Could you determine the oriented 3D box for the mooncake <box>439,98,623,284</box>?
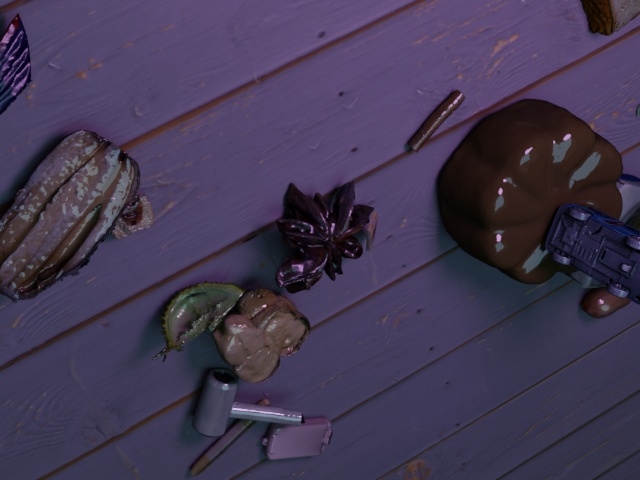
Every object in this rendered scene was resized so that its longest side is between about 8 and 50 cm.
[{"bbox_3d":[0.446,-0.095,1.751,0.378,0.201,0.378,-13,121,-21],"label":"mooncake"}]

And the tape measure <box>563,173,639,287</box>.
[{"bbox_3d":[0.694,-0.019,1.959,0.262,0.138,0.259,5,115,-29],"label":"tape measure"}]

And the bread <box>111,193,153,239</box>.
[{"bbox_3d":[-0.339,-0.043,1.488,0.083,0.035,0.070,-20,125,-19],"label":"bread"}]

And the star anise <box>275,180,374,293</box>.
[{"bbox_3d":[0.001,-0.004,1.627,0.282,0.129,0.212,-37,131,-26],"label":"star anise"}]

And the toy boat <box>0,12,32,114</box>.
[{"bbox_3d":[-0.552,-0.306,1.228,0.219,0.072,0.318,-25,116,-9],"label":"toy boat"}]

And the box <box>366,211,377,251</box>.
[{"bbox_3d":[0.102,-0.017,1.681,0.083,0.012,0.046,87,20,-62],"label":"box"}]

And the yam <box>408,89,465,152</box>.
[{"bbox_3d":[0.229,-0.237,1.667,0.145,0.032,0.032,-49,127,4],"label":"yam"}]

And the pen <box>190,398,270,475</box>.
[{"bbox_3d":[-0.195,0.429,1.831,0.233,0.032,0.040,-44,150,3],"label":"pen"}]

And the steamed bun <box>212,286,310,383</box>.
[{"bbox_3d":[-0.134,0.177,1.675,0.177,0.106,0.192,-51,135,2],"label":"steamed bun"}]

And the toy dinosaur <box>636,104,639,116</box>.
[{"bbox_3d":[0.745,-0.309,1.893,0.062,0.021,0.083,4,117,-14],"label":"toy dinosaur"}]

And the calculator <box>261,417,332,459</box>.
[{"bbox_3d":[-0.053,0.450,1.911,0.175,0.032,0.100,2,115,-27],"label":"calculator"}]

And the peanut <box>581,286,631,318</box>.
[{"bbox_3d":[0.724,0.142,2.105,0.152,0.076,0.076,-27,126,-8],"label":"peanut"}]

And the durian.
[{"bbox_3d":[-0.242,0.145,1.601,0.215,0.100,0.086,-39,124,-10],"label":"durian"}]

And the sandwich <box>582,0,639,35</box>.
[{"bbox_3d":[0.630,-0.553,1.656,0.251,0.087,0.226,-34,126,-6],"label":"sandwich"}]

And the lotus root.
[{"bbox_3d":[-0.440,-0.037,1.422,0.167,0.078,0.329,42,96,-14],"label":"lotus root"}]

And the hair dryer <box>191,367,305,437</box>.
[{"bbox_3d":[-0.138,0.353,1.762,0.236,0.073,0.131,14,110,-16],"label":"hair dryer"}]

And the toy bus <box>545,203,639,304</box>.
[{"bbox_3d":[0.561,0.022,1.609,0.134,0.246,0.113,2,113,-36],"label":"toy bus"}]
